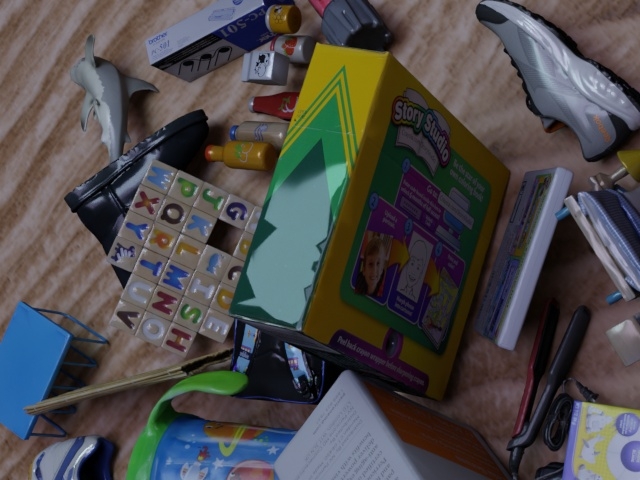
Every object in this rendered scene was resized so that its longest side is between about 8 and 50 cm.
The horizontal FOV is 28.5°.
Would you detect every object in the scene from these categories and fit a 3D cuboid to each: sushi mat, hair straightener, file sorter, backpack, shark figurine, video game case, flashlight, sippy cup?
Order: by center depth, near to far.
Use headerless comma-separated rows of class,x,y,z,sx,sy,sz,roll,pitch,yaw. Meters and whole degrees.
hair straightener,0.278,0.182,1.485,0.089,0.047,0.230,11,72,32
video game case,0.237,0.019,1.492,0.023,0.193,0.212,19,91,-2
sippy cup,-0.098,0.333,1.615,0.224,0.305,0.240,-5,51,21
backpack,-0.036,0.128,1.668,0.158,0.117,0.173,-1,81,32
flashlight,-0.014,-0.373,1.750,0.304,0.103,0.103,57,144,30
sushi mat,-0.258,0.195,1.753,0.316,0.151,0.019,-18,89,35
file sorter,-0.414,0.197,1.894,0.118,0.104,0.170,28,96,32
shark figurine,-0.298,-0.198,1.905,0.166,0.116,0.278,-60,42,48

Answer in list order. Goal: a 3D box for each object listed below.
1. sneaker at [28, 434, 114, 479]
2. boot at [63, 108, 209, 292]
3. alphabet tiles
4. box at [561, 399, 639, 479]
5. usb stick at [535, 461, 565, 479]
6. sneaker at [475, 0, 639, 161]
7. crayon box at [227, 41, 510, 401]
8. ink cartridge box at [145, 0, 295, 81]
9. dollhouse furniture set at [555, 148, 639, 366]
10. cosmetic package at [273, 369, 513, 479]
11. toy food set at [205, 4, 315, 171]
sneaker,-0.332,0.421,1.799,0.131,0.112,0.296,-26,69,25
boot,-0.216,-0.042,1.815,0.246,0.094,0.207,-36,92,-3
alphabet tiles,-0.194,0.033,1.764,0.198,0.009,0.237,24,87,-5
box,0.364,0.242,1.398,0.179,0.043,0.105,5,78,29
usb stick,0.375,0.300,1.428,0.278,0.045,0.077,0,80,31
sneaker,0.278,-0.205,1.553,0.108,0.100,0.271,-52,60,19
crayon box,0.072,-0.007,1.458,0.106,0.363,0.313,10,77,32
ink cartridge box,-0.143,-0.300,1.824,0.207,0.097,0.046,-23,70,26
dollhouse furniture set,0.393,0.013,1.328,0.198,0.286,0.303,-35,77,22
cosmetic package,0.143,0.354,1.353,0.161,0.230,0.453,-54,34,12
toy food set,-0.082,-0.210,1.761,0.104,0.111,0.232,6,88,32
